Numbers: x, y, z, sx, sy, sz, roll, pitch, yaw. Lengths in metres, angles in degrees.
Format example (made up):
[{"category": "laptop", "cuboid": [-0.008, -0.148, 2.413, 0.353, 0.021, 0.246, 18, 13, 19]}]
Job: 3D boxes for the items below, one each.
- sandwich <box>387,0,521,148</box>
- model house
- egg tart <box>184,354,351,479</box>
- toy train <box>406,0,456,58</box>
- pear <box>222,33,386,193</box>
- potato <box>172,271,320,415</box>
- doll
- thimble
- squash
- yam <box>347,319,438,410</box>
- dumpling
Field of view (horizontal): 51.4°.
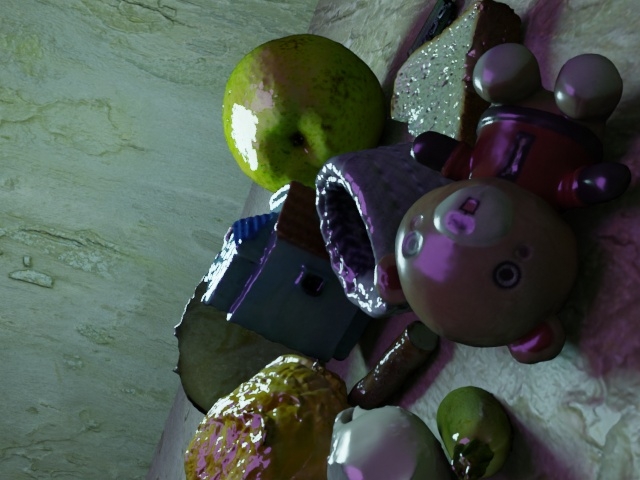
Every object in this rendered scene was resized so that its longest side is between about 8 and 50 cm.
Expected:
[{"category": "sandwich", "cuboid": [0.201, -0.202, 1.045, 0.254, 0.100, 0.288, -30, 44, 57]}, {"category": "model house", "cuboid": [0.000, 0.000, 1.164, 0.329, 0.295, 0.251, -58, 16, 23]}, {"category": "egg tart", "cuboid": [-0.092, 0.334, 1.058, 0.351, 0.153, 0.339, 33, 96, 51]}, {"category": "toy train", "cuboid": [0.222, -0.412, 1.326, 0.071, 0.038, 0.148, -91, 25, -49]}, {"category": "pear", "cuboid": [-0.035, -0.266, 1.455, 0.391, 0.391, 0.391, -162, 90, -75]}, {"category": "potato", "cuboid": [-0.184, 0.239, 1.444, 0.397, 0.290, 0.296, 67, 161, -5]}, {"category": "doll", "cuboid": [0.202, -0.043, 0.731, 0.330, 0.235, 0.174, -65, -28, -4]}, {"category": "thimble", "cuboid": [0.104, -0.018, 0.924, 0.217, 0.157, 0.245, 92, 158, -44]}, {"category": "squash", "cuboid": [0.171, 0.221, 0.723, 0.090, 0.075, 0.200, -51, -4, 6]}, {"category": "yam", "cuboid": [0.095, 0.216, 1.011, 0.061, 0.061, 0.253, -89, 24, -47]}, {"category": "dumpling", "cuboid": [0.090, 0.301, 0.801, 0.147, 0.193, 0.258, -28, 24, -9]}]
